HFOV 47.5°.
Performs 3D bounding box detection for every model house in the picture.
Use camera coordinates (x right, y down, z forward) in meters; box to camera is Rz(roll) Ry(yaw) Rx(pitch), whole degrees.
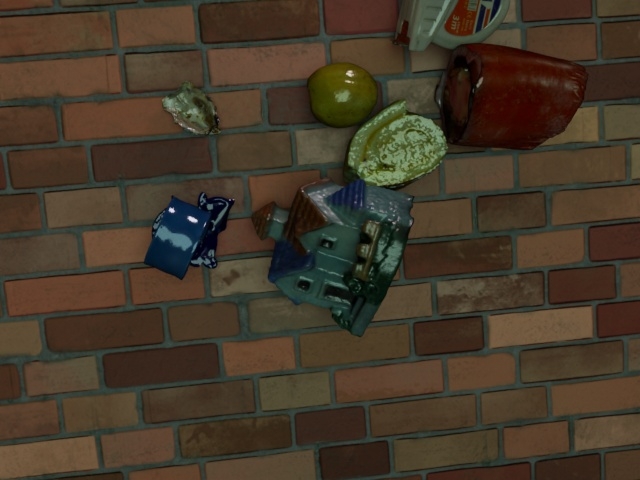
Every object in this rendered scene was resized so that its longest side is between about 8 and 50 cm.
[{"bbox_3d":[0.000,0.000,1.622,0.329,0.251,0.295,20,134,-4],"label":"model house"}]

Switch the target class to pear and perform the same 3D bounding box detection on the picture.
[{"bbox_3d":[0.049,-0.331,1.659,0.162,0.149,0.148,-2,97,-9],"label":"pear"}]

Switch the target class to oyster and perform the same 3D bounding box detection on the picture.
[{"bbox_3d":[-0.289,-0.293,1.678,0.103,0.051,0.148,-39,84,3],"label":"oyster"}]

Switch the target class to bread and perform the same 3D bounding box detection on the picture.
[{"bbox_3d":[0.161,-0.207,1.700,0.257,0.124,0.186,-32,92,0],"label":"bread"}]

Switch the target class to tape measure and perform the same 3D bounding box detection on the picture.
[{"bbox_3d":[0.296,-0.559,1.639,0.265,0.130,0.258,-1,114,-21],"label":"tape measure"}]

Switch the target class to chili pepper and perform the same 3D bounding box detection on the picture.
[{"bbox_3d":[0.436,-0.309,1.654,0.306,0.229,0.251,9,127,-11],"label":"chili pepper"}]

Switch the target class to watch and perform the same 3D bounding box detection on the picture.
[{"bbox_3d":[-0.306,-0.014,1.639,0.171,0.200,0.196,15,99,-4],"label":"watch"}]
